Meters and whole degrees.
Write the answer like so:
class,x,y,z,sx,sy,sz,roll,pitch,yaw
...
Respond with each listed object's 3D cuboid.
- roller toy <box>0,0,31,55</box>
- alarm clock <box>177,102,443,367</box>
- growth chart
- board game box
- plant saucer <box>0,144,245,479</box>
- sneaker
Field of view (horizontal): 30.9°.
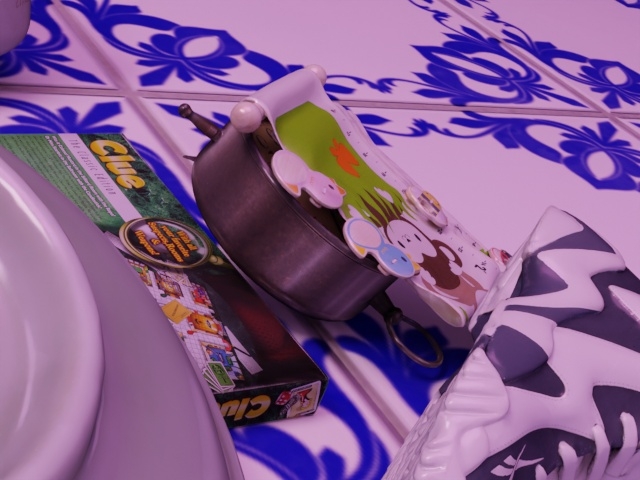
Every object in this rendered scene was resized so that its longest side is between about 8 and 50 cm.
class,x,y,z,sx,sy,sz,roll,pitch,yaw
roller toy,-0.291,-0.192,0.771,0.209,0.146,0.191,21,27,31
alarm clock,0.000,0.000,0.649,0.192,0.064,0.129,47,20,12
growth chart,0.051,-0.012,0.660,0.237,0.021,0.172,42,22,-9
board game box,-0.118,0.012,0.617,0.136,0.030,0.260,-5,34,-33
plant saucer,-0.180,0.038,0.340,0.400,0.100,0.400,24,34,-18
sneaker,0.123,0.097,0.519,0.153,0.094,0.235,32,39,5
